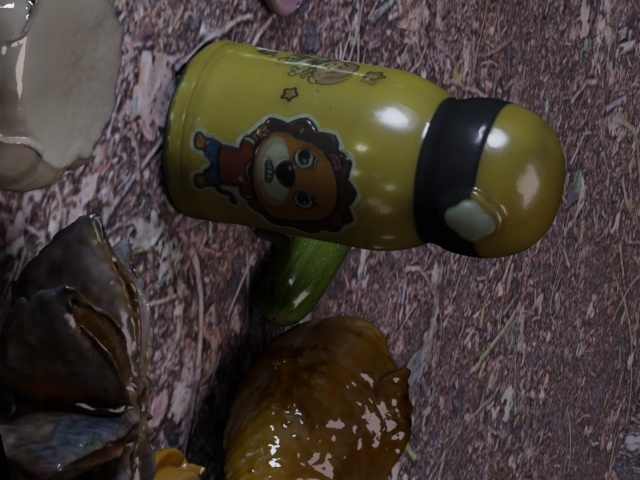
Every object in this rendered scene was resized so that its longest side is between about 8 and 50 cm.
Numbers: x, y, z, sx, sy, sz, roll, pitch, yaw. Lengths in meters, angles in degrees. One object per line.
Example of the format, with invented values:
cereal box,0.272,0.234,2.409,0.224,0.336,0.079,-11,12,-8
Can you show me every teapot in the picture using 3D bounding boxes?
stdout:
teapot,-0.034,-0.053,1.812,0.043,0.043,0.110,54,48,-60

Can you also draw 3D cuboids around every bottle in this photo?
bottle,0.046,-0.076,1.585,0.171,0.351,0.171,-38,133,-56

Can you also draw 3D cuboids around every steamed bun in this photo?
steamed bun,-0.221,-0.127,1.268,0.183,0.106,0.182,9,90,-70

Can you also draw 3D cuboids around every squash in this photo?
squash,0.000,0.000,1.873,0.239,0.069,0.069,-59,150,-36

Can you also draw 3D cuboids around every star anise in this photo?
star anise,-0.194,0.140,1.394,0.332,0.118,0.331,-3,90,-83

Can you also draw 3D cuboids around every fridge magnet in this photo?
fridge magnet,-0.151,0.266,1.657,0.143,0.063,0.143,11,90,-72

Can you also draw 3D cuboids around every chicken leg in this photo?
chicken leg,-0.039,0.269,1.764,0.409,0.182,0.295,-64,178,-55

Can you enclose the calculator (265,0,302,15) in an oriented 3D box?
calculator,-0.035,-0.296,1.711,0.103,0.024,0.166,-54,148,-43

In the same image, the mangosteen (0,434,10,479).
mangosteen,-0.321,0.162,0.940,0.330,0.330,0.330,11,90,-67
